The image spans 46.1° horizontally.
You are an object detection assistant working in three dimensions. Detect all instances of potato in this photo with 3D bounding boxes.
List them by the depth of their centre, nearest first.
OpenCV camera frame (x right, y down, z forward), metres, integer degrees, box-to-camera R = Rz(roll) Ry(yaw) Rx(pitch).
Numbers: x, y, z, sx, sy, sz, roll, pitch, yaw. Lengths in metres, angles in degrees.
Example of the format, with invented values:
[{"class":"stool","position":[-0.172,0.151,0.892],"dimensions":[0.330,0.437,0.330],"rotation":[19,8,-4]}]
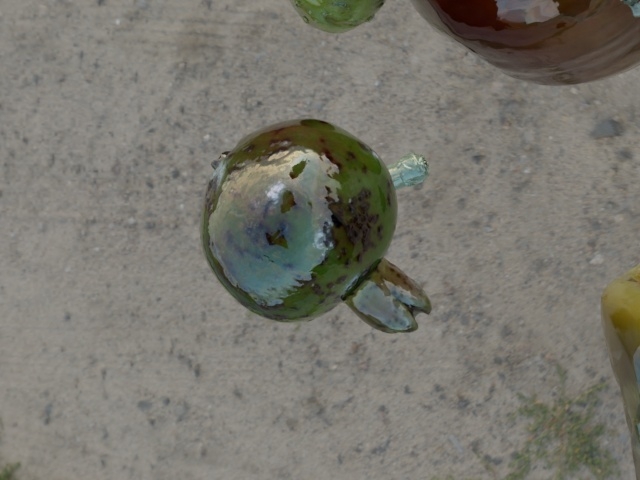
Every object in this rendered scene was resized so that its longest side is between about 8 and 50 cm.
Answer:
[{"class":"potato","position":[0.022,-0.345,0.883],"dimensions":[0.149,0.253,0.186],"rotation":[-23,100,-1]}]

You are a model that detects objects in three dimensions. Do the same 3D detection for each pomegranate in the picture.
[{"class":"pomegranate","position":[0.000,0.000,0.704],"dimensions":[0.248,0.202,0.202],"rotation":[37,115,-8]}]

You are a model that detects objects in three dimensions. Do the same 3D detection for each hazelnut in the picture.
[{"class":"hazelnut","position":[0.235,-0.324,0.727],"dimensions":[0.359,0.410,0.358],"rotation":[2,93,41]}]

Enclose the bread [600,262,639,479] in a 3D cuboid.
[{"class":"bread","position":[0.301,0.116,0.468],"dimensions":[0.210,0.300,0.341],"rotation":[-19,113,-9]}]

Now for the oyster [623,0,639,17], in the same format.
[{"class":"oyster","position":[0.268,-0.223,0.448],"dimensions":[0.209,0.133,0.072],"rotation":[-40,37,7]}]

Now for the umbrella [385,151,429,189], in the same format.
[{"class":"umbrella","position":[0.110,-0.105,1.251],"dimensions":[0.144,0.062,0.067],"rotation":[-15,83,22]}]
